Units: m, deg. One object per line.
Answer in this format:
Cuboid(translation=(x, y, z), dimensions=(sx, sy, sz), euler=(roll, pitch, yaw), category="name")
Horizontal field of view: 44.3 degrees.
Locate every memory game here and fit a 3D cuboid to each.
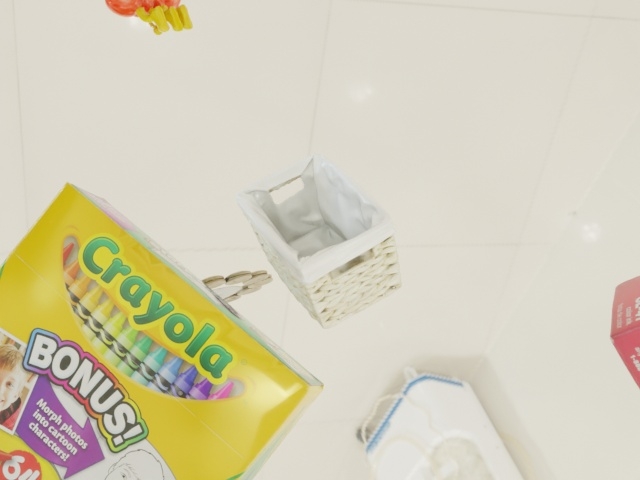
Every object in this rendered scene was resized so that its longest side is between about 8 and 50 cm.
Cuboid(translation=(-0.154, 0.073, 1.052), dimensions=(0.186, 0.012, 0.186), euler=(-17, 169, -3), category="memory game")

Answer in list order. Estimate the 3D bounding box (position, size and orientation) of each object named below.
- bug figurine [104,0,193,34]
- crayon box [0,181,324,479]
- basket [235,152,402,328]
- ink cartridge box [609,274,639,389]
Cuboid(translation=(-0.218, -0.313, 0.702), dimensions=(0.072, 0.216, 0.278), euler=(-11, 95, 36), category="bug figurine")
Cuboid(translation=(-0.234, 0.168, 0.874), dimensions=(0.313, 0.363, 0.106), euler=(-52, 166, 1), category="crayon box")
Cuboid(translation=(0.000, 0.000, 0.839), dimensions=(0.113, 0.167, 0.103), euler=(-28, 130, -13), category="basket")
Cuboid(translation=(0.469, 0.101, 0.742), dimensions=(0.306, 0.131, 0.226), euler=(-29, 98, 33), category="ink cartridge box")
